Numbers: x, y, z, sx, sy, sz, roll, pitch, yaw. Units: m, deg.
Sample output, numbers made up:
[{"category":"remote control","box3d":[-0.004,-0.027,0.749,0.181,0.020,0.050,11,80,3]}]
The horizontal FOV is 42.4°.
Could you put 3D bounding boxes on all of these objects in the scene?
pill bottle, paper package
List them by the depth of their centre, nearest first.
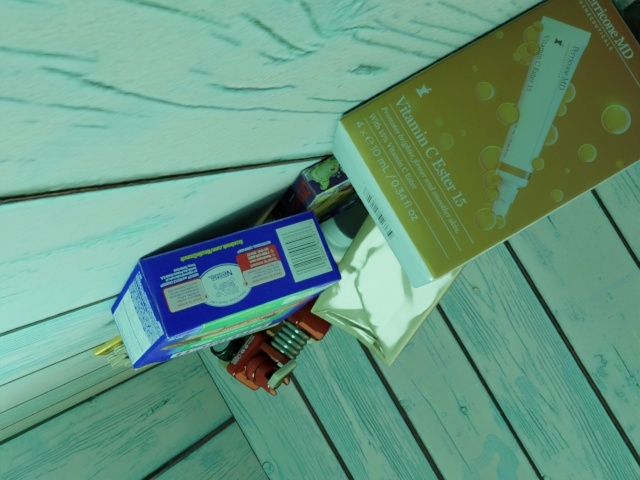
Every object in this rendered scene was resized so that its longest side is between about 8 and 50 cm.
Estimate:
[{"category":"paper package","box3d":[0.168,0.000,1.410,0.309,0.168,0.325,-60,172,31]},{"category":"pill bottle","box3d":[0.000,0.000,1.575,0.118,0.117,0.208,-26,174,-41]}]

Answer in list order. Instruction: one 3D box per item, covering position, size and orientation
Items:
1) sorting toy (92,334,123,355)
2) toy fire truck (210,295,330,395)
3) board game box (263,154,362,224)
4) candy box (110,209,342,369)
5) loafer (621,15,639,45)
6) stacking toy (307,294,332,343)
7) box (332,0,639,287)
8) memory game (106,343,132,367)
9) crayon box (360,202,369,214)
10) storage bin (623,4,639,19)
[{"category":"sorting toy","box3d":[-0.260,0.101,1.489,0.348,0.047,0.196,-29,172,-11]},{"category":"toy fire truck","box3d":[-0.066,0.182,1.488,0.217,0.158,0.246,-52,-139,-7]},{"category":"board game box","box3d":[0.027,-0.083,1.301,0.208,0.056,0.347,-33,177,-19]},{"category":"candy box","box3d":[-0.155,0.084,1.246,0.268,0.122,0.317,-17,171,-24]},{"category":"loafer","box3d":[0.368,-0.255,1.251,0.366,0.133,0.130,-17,-167,-29]},{"category":"stacking toy","box3d":[0.075,0.077,1.682,0.330,0.141,0.141,-31,176,16]},{"category":"box","box3d":[0.216,-0.120,0.997,0.345,0.215,0.168,-30,175,-4]},{"category":"memory game","box3d":[-0.311,0.191,1.544,0.186,0.012,0.186,-25,163,-8]},{"category":"crayon box","box3d":[0.156,-0.011,1.889,0.363,0.106,0.313,-12,151,-49]},{"category":"storage bin","box3d":[0.560,-0.370,1.353,0.091,0.098,0.135,2,-161,40]}]
